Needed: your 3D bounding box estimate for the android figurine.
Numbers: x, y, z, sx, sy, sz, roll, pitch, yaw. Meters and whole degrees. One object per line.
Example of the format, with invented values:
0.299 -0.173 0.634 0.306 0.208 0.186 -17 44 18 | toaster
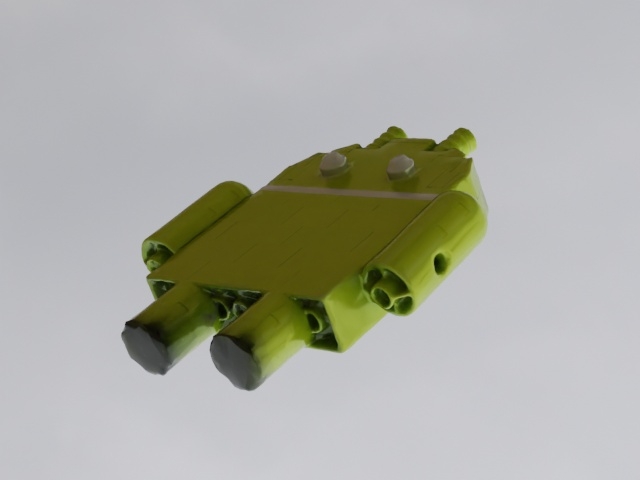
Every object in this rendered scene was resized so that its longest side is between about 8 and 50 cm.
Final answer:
0.000 0.000 1.185 0.248 0.056 0.273 6 -144 45 | android figurine
